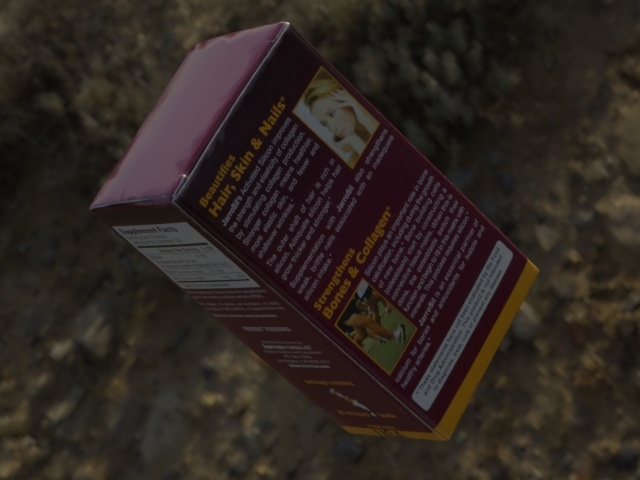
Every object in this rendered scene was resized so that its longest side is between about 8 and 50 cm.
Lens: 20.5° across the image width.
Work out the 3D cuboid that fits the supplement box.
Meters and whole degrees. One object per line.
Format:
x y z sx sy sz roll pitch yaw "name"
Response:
0.000 0.000 0.832 0.081 0.188 0.104 -4 49 54 "supplement box"
